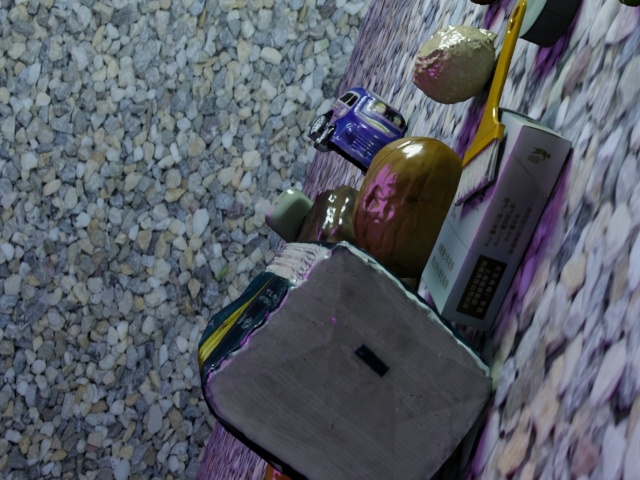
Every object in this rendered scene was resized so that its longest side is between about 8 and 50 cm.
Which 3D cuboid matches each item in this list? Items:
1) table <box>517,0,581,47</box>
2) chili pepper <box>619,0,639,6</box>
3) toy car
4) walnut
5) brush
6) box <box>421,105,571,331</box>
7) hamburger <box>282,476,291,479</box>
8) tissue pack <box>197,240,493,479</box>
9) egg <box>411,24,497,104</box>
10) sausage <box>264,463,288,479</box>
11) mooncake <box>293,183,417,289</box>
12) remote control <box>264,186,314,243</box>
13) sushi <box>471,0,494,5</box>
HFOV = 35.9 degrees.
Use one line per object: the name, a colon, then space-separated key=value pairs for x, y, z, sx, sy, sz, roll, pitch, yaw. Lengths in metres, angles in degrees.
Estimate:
table: x=0.301 y=-0.321 z=1.289 sx=0.133 sy=0.043 sz=0.133 roll=-161 pitch=90 yaw=-81
chili pepper: x=0.326 y=-0.327 z=1.058 sx=0.072 sy=0.073 sz=0.204 roll=-42 pitch=36 yaw=35
toy car: x=0.090 y=-0.222 z=2.036 sx=0.158 sy=0.172 sz=0.235 roll=-54 pitch=16 yaw=11
walnut: x=0.128 y=-0.044 z=1.377 sx=0.167 sy=0.167 sz=0.207 roll=-96 pitch=26 yaw=-71
brush: x=0.212 y=-0.175 z=1.186 sx=0.103 sy=0.013 sz=0.272 roll=134 pitch=155 yaw=-69
box: x=0.204 y=-0.031 z=1.182 sx=0.155 sy=0.067 sz=0.243 roll=-103 pitch=33 yaw=-72
hamburger: x=-0.032 y=0.457 z=1.244 sx=0.314 sy=0.170 sz=0.289 roll=118 pitch=171 yaw=-49
tissue pack: x=0.007 y=0.151 z=1.248 sx=0.253 sy=0.264 sz=0.416 roll=-50 pitch=7 yaw=-4
egg: x=0.208 y=-0.271 z=1.523 sx=0.140 sy=0.116 sz=0.118 roll=-30 pitch=10 yaw=36
sausage: x=-0.037 y=0.378 z=1.700 sx=0.109 sy=0.109 sz=0.270 roll=126 pitch=161 yaw=-62
mooncake: x=0.034 y=0.068 z=1.640 sx=0.324 sy=0.187 sz=0.324 roll=-158 pitch=90 yaw=-81
remote control: x=-0.001 y=0.000 z=1.830 sx=0.090 sy=0.309 sz=0.038 roll=-48 pitch=51 yaw=1
sushi: x=0.272 y=-0.425 z=1.640 sx=0.118 sy=0.061 sz=0.060 roll=-121 pitch=39 yaw=-81
